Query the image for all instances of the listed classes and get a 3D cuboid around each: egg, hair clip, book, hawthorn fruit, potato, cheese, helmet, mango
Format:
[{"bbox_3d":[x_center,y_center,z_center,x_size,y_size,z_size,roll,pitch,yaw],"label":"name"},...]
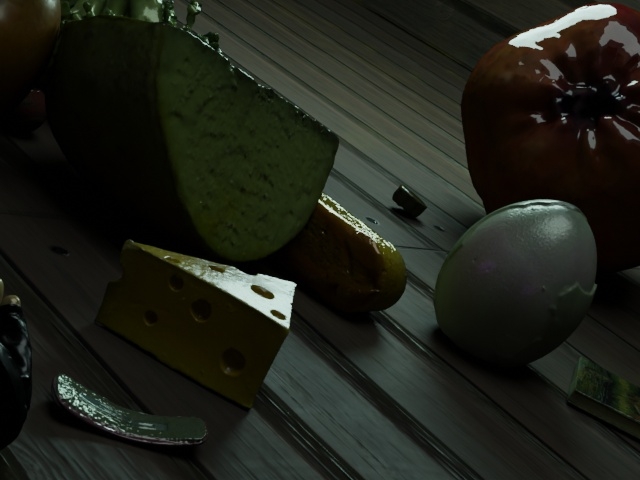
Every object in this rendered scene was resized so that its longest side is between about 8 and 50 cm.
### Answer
[{"bbox_3d":[0.248,0.044,1.575,0.183,0.217,0.183,26,17,-9],"label":"egg"},{"bbox_3d":[-0.159,0.144,1.057,0.137,0.022,0.054,19,17,-17],"label":"hair clip"},{"bbox_3d":[0.422,0.226,1.606,0.228,0.024,0.160,27,15,8],"label":"book"},{"bbox_3d":[0.444,-0.153,2.129,0.472,0.471,0.472,23,18,-8],"label":"hawthorn fruit"},{"bbox_3d":[-0.198,-0.101,1.487,0.280,0.212,0.330,8,-15,39],"label":"potato"},{"bbox_3d":[-0.120,0.068,1.215,0.171,0.093,0.126,22,18,-6],"label":"cheese"},{"bbox_3d":[-0.372,-0.159,1.607,0.065,0.049,0.084,-14,-2,-9],"label":"helmet"},{"bbox_3d":[-0.435,-0.262,1.497,0.221,0.263,0.378,24,-1,-28],"label":"mango"}]

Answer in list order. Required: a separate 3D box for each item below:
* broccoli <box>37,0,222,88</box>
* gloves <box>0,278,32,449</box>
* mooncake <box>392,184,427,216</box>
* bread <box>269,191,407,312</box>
[{"bbox_3d":[-0.302,-0.303,1.783,0.277,0.317,0.338,8,-12,-24],"label":"broccoli"},{"bbox_3d":[-0.285,0.073,0.950,0.164,0.124,0.203,43,-9,-15],"label":"gloves"},{"bbox_3d":[0.009,-0.115,1.982,0.347,0.057,0.150,22,5,-1],"label":"mooncake"},{"bbox_3d":[0.000,0.000,1.564,0.094,0.102,0.245,7,26,-50],"label":"bread"}]
